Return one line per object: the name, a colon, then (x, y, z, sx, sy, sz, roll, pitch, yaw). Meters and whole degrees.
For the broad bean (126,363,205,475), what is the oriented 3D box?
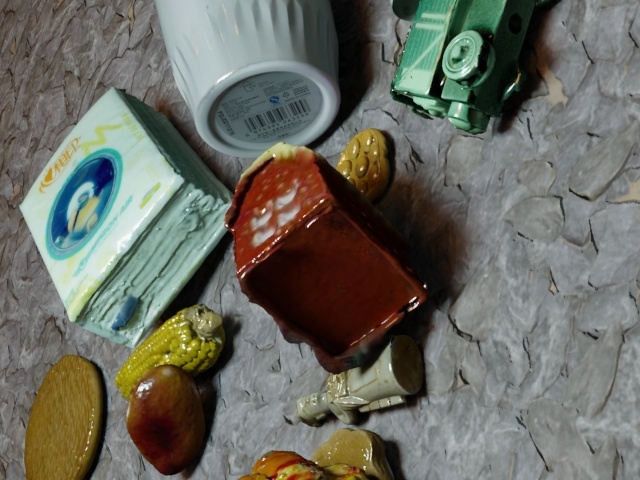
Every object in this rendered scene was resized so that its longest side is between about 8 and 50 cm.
broad bean: (-0.223, 0.255, 1.813, 0.084, 0.114, 0.165, 30, 141, 50)

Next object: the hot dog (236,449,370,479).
hot dog: (-0.009, 0.324, 1.393, 0.257, 0.150, 0.153, 37, 116, 50)

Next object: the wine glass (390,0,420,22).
wine glass: (0.118, -0.366, 1.654, 0.073, 0.073, 0.155, -40, 44, 39)

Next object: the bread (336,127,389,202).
bread: (0.057, -0.096, 1.660, 0.110, 0.024, 0.110, -29, 53, 47)

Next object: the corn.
corn: (-0.225, 0.175, 1.878, 0.262, 0.097, 0.097, -39, 46, 40)

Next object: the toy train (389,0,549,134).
toy train: (0.186, -0.262, 1.474, 0.154, 0.115, 0.269, 19, 92, 50)

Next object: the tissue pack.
tissue pack: (-0.315, -0.048, 2.006, 0.287, 0.162, 0.388, -51, 36, 7)

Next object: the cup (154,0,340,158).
cup: (-0.104, -0.320, 1.789, 0.253, 0.253, 0.371, -44, 46, 35)

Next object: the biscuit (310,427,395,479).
biscuit: (0.040, 0.332, 1.476, 0.181, 0.049, 0.208, -53, 43, 26)

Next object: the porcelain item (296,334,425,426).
porcelain item: (0.038, 0.182, 1.543, 0.213, 0.054, 0.084, -31, 50, 45)

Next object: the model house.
model house: (0.000, 0.000, 1.521, 0.160, 0.196, 0.254, -39, 29, 15)

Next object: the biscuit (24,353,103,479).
biscuit: (-0.441, 0.325, 2.167, 0.262, 0.037, 0.262, -28, 54, 47)
